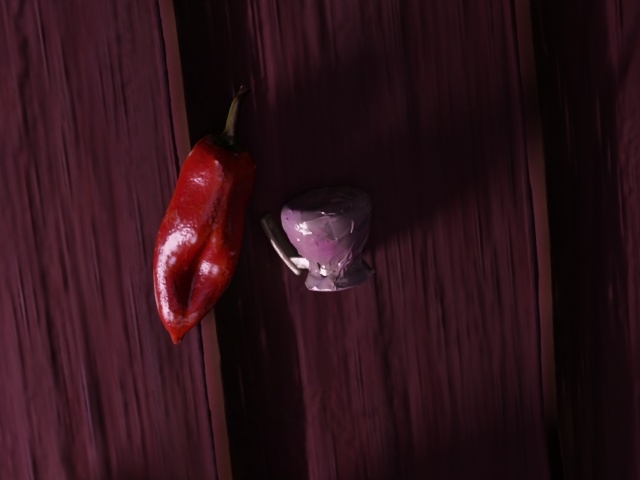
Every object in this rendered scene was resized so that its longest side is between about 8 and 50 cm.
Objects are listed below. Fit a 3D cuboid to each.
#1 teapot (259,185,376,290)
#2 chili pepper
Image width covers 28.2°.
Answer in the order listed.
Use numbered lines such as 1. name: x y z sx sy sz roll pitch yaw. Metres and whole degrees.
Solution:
1. teapot: 0.000 0.000 0.888 0.083 0.064 0.064 -2 110 27
2. chili pepper: -0.080 -0.014 0.877 0.059 0.050 0.191 9 106 -24
